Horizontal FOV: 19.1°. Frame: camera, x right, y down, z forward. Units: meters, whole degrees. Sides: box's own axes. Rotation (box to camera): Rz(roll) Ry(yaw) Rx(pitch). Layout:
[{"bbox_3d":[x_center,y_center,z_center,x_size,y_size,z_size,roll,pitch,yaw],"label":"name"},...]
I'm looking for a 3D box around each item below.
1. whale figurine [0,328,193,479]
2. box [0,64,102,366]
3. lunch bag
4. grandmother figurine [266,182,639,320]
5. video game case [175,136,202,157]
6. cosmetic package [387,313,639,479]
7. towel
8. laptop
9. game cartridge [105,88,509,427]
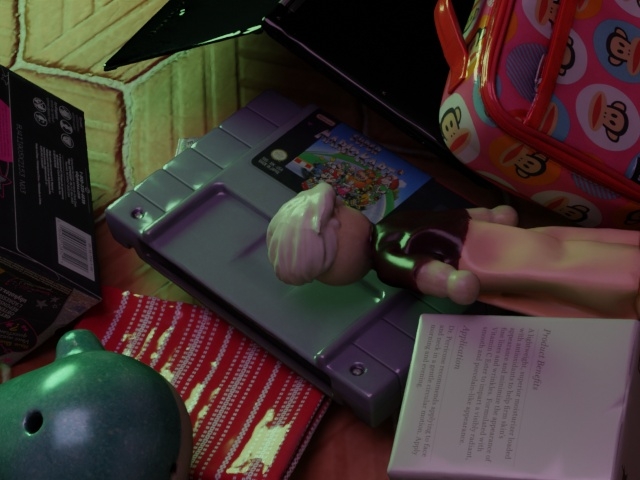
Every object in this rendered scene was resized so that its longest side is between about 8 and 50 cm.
[{"bbox_3d":[-0.244,0.168,1.605,0.272,0.141,0.216,8,72,30],"label":"whale figurine"},{"bbox_3d":[-0.319,-0.031,1.820,0.142,0.163,0.247,-34,46,28],"label":"box"},{"bbox_3d":[0.224,-0.171,1.700,0.258,0.120,0.293,25,58,-13],"label":"lunch bag"},{"bbox_3d":[0.120,0.017,1.597,0.342,0.208,0.104,7,97,12],"label":"grandmother figurine"},{"bbox_3d":[-0.090,-0.069,1.883,0.122,0.011,0.087,-3,54,17],"label":"video game case"},{"bbox_3d":[0.170,0.160,1.527,0.184,0.151,0.151,2,57,21],"label":"cosmetic package"},{"bbox_3d":[-0.122,0.129,1.710,0.275,0.031,0.199,8,46,25],"label":"towel"},{"bbox_3d":[0.069,-0.232,1.900,0.408,0.236,0.382,36,58,7],"label":"laptop"},{"bbox_3d":[0.000,0.000,1.740,0.355,0.068,0.230,33,64,33],"label":"game cartridge"}]
